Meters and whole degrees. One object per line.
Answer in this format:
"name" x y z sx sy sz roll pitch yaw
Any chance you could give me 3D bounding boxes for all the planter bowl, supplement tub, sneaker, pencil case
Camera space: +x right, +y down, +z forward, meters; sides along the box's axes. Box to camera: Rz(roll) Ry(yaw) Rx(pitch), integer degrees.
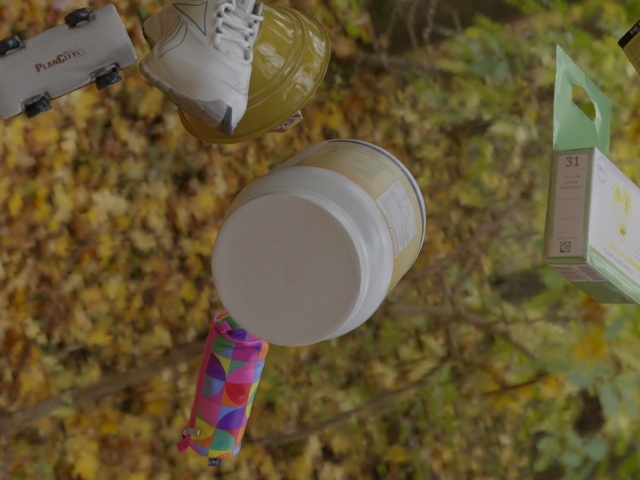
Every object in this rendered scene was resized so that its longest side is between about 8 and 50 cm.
"planter bowl" -0.104 -0.231 1.671 0.090 0.217 0.217 52 25 -47
"supplement tub" 0.000 0.000 1.768 0.316 0.228 0.228 -41 114 -68
"sneaker" -0.119 -0.215 1.442 0.111 0.129 0.297 36 18 -29
"pencil case" -0.147 0.226 2.066 0.104 0.104 0.236 -71 177 -68

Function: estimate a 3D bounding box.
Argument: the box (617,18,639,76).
"box" 0.457 -0.181 1.637 0.058 0.087 0.232 1 52 -40

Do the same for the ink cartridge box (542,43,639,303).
"ink cartridge box" 0.290 -0.066 1.399 0.171 0.056 0.235 29 65 -54

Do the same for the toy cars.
"toy cars" -0.288 -0.314 1.694 0.393 0.176 0.087 -66 -167 -6

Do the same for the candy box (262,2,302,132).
"candy box" -0.105 -0.242 1.895 0.109 0.053 0.186 -8 75 -42
